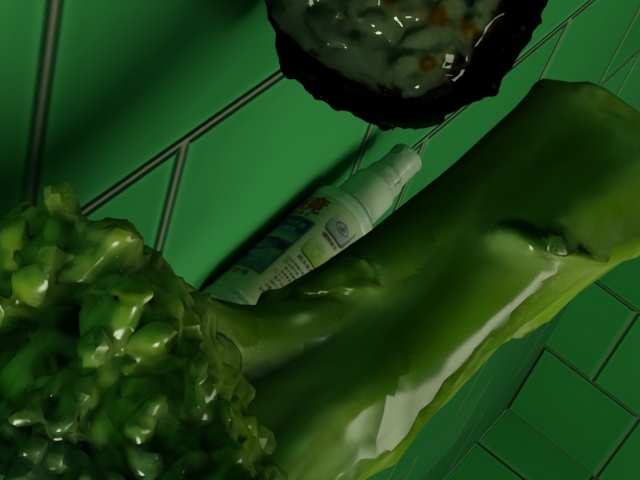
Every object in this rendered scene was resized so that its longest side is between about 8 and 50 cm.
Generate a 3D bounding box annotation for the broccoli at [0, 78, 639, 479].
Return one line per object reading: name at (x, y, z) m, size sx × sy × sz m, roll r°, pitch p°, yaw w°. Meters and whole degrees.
broccoli at (-0.024, 0.060, 0.591) m, size 0.397 × 0.275 × 0.353 m, roll -21°, pitch -157°, yaw 10°

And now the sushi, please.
sushi at (0.067, -0.165, 0.714) m, size 0.225 × 0.136 × 0.126 m, roll -55°, pitch 174°, yaw -9°

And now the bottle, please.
bottle at (0.000, 0.000, 1.032) m, size 0.217 × 0.060 × 0.060 m, roll -41°, pitch 161°, yaw -32°
